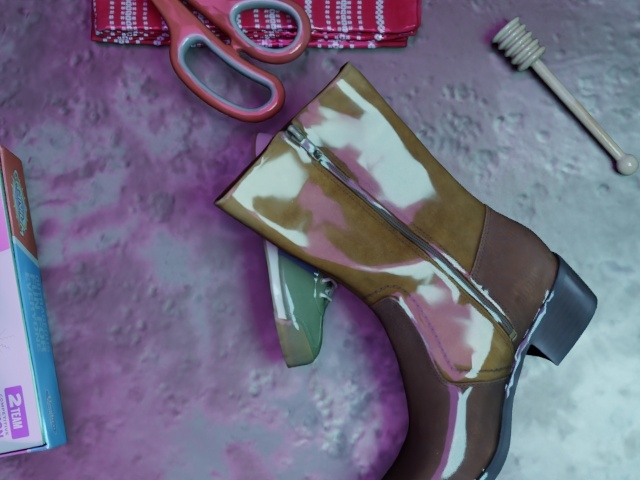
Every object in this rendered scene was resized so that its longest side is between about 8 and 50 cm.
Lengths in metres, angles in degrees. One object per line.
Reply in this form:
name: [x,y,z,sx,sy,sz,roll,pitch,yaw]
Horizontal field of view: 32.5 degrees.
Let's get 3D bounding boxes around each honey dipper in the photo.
honey dipper: [0.203,-0.115,0.904,0.030,0.030,0.160,-41,89,-4]

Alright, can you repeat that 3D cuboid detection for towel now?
towel: [-0.054,-0.259,0.917,0.275,0.031,0.198,0,83,0]

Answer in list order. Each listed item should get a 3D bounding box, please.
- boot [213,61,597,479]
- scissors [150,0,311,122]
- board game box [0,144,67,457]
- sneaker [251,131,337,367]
boot: [0.040,0.051,0.811,0.280,0.096,0.264,39,84,-14]
scissors: [-0.140,-0.208,0.884,0.297,0.021,0.109,34,86,3]
board game box: [-0.379,0.074,0.861,0.317,0.064,0.242,-10,84,-1]
sneaker: [0.000,0.000,0.869,0.086,0.064,0.192,-9,81,4]
